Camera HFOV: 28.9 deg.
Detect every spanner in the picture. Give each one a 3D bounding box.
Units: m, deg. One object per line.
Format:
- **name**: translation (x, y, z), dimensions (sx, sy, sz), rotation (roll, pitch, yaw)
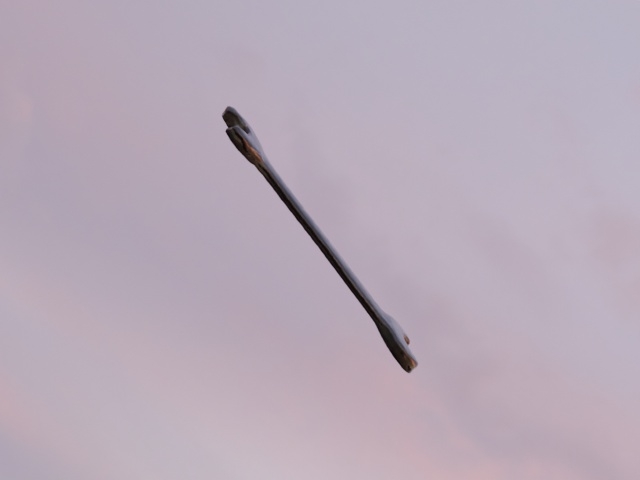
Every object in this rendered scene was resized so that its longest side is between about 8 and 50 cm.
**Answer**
- **spanner**: translation (0.000, 0.000, 0.980), dimensions (0.254, 0.015, 0.054), rotation (53, 10, -11)
